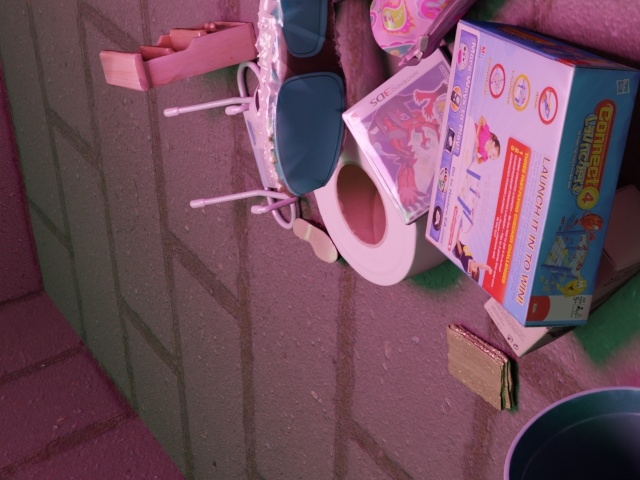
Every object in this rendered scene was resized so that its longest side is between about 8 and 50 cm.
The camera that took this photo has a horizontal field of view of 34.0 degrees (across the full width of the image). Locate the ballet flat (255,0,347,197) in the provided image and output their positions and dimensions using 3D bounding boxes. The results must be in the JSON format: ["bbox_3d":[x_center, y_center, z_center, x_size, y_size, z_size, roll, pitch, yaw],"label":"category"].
[{"bbox_3d":[-0.036,-0.275,1.621,0.147,0.147,0.409,19,113,55],"label":"ballet flat"}]

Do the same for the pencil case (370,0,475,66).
[{"bbox_3d":[0.165,-0.342,1.381,0.124,0.124,0.284,63,151,9],"label":"pencil case"}]

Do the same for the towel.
[{"bbox_3d":[0.260,0.205,1.710,0.148,0.027,0.110,32,137,47],"label":"towel"}]

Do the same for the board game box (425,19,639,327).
[{"bbox_3d":[0.245,-0.094,1.295,0.302,0.086,0.308,-130,43,-62],"label":"board game box"}]

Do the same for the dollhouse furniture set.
[{"bbox_3d":[-0.299,-0.506,1.952,0.362,0.256,0.394,20,126,55],"label":"dollhouse furniture set"}]

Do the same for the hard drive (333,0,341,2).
[{"bbox_3d":[0.044,-0.452,1.551,0.172,0.054,0.254,57,159,-15],"label":"hard drive"}]

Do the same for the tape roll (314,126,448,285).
[{"bbox_3d":[0.104,-0.073,1.713,0.286,0.100,0.286,40,141,43],"label":"tape roll"}]

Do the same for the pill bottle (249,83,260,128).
[{"bbox_3d":[-0.054,-0.251,1.857,0.193,0.108,0.108,-17,94,63],"label":"pill bottle"}]

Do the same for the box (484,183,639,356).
[{"bbox_3d":[0.332,0.046,1.379,0.094,0.113,0.275,59,152,17],"label":"box"}]

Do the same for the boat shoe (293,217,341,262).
[{"bbox_3d":[0.001,-0.002,2.013,0.133,0.042,0.049,41,117,40],"label":"boat shoe"}]

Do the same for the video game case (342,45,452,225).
[{"bbox_3d":[0.150,-0.154,1.539,0.183,0.023,0.201,-35,75,22],"label":"video game case"}]

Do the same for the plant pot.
[{"bbox_3d":[0.397,0.374,1.358,0.271,0.271,0.255,30,148,50],"label":"plant pot"}]

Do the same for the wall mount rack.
[{"bbox_3d":[-0.173,-0.176,2.100,0.304,0.130,0.350,10,117,59],"label":"wall mount rack"}]
